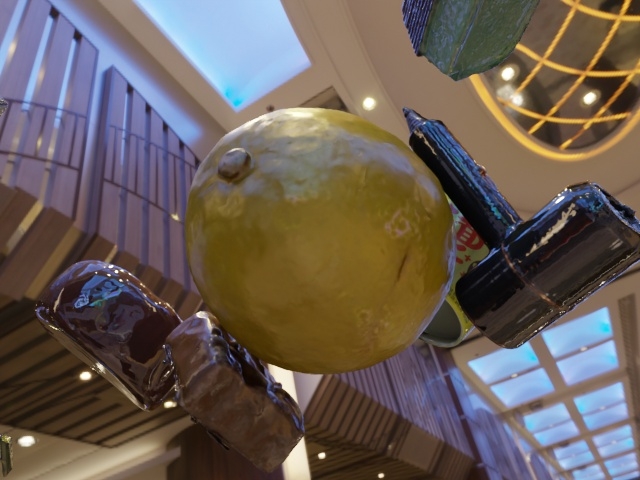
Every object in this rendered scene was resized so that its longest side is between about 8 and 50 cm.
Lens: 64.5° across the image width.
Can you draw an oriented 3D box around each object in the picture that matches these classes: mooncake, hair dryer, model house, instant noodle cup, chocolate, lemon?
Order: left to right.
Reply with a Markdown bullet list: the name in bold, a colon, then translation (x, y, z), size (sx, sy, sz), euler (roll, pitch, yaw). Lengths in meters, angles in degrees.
- **mooncake**: translation (-0.407, 0.197, 1.050), size (0.326, 0.174, 0.334), euler (7, -42, 39)
- **chocolate**: translation (-0.109, 0.203, 0.682), size (0.093, 0.148, 0.214), euler (-40, -56, -3)
- **lemon**: translation (0.000, 0.000, 0.640), size (0.348, 0.348, 0.348), euler (-9, -39, -7)
- **instant noodle cup**: translation (0.254, 0.064, 1.057), size (0.221, 0.311, 0.311), euler (-46, -30, -25)
- **model house**: translation (0.281, -0.516, 1.029), size (0.230, 0.249, 0.280), euler (-26, -26, -23)
- **hair dryer**: translation (0.199, -0.069, 0.614), size (0.107, 0.352, 0.189), euler (7, -45, -44)

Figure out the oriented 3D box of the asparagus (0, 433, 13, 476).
- **asparagus**: translation (-0.644, 0.442, 1.040), size (0.021, 0.025, 0.108), euler (5, -69, -15)

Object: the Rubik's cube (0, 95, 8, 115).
- **Rubik's cube**: translation (-0.747, -0.246, 0.902), size (0.205, 0.205, 0.207), euler (46, -75, -1)
